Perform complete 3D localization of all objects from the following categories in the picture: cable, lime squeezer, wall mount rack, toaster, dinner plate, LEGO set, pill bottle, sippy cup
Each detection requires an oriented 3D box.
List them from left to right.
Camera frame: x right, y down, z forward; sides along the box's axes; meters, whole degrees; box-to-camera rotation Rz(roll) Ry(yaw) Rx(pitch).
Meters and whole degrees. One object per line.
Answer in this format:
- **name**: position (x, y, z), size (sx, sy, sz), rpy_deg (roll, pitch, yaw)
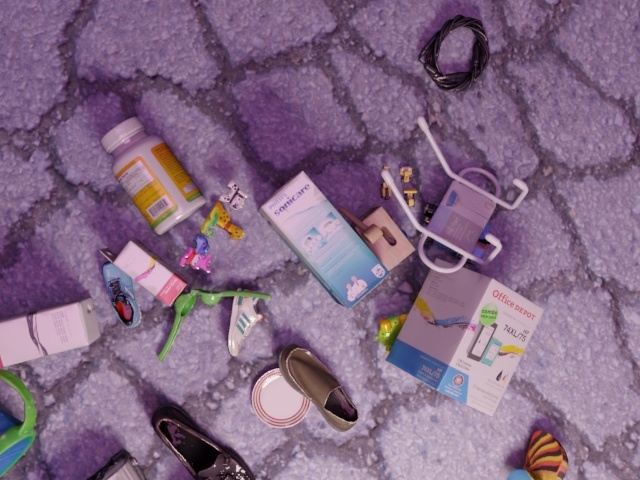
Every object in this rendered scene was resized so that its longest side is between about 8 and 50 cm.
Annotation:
- **sippy cup**: position (-0.779, 0.420, 1.784), size (0.224, 0.240, 0.305), rpy_deg (45, 54, 6)
- **toaster**: position (-0.479, 0.592, 1.852), size (0.227, 0.129, 0.146), rpy_deg (-37, 96, -6)
- **pill bottle**: position (-0.380, -0.148, 1.855), size (0.136, 0.136, 0.246), rpy_deg (-36, 93, -5)
- **lime squeezer**: position (-0.265, 0.156, 1.886), size (0.310, 0.059, 0.110), rpy_deg (-29, 66, 12)
- **LEGO set**: position (-0.228, -0.017, 1.900), size (0.093, 0.087, 0.227), rpy_deg (32, 81, -8)
- **dinner plate**: position (-0.091, 0.369, 1.946), size (0.141, 0.017, 0.141), rpy_deg (0, 89, -6)
- **wall mount rack**: position (0.292, -0.108, 1.858), size (0.304, 0.130, 0.350), rpy_deg (30, 52, 5)
- **cable**: position (0.333, -0.448, 1.974), size (0.150, 0.047, 0.184), rpy_deg (43, 85, -5)

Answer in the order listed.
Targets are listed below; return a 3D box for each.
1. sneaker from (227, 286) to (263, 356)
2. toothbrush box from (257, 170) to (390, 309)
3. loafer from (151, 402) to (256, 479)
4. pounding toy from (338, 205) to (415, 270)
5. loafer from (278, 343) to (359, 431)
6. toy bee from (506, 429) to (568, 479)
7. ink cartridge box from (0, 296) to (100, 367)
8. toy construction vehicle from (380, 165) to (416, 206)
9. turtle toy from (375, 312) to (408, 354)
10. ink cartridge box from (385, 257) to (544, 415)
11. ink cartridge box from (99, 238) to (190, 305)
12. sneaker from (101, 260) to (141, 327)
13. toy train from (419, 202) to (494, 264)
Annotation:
- **sneaker**: position (-0.172, 0.192, 1.917), size (0.075, 0.057, 0.161), rpy_deg (7, 87, 0)
- **toothbrush box**: position (0.000, 0.000, 1.856), size (0.126, 0.216, 0.295), rpy_deg (-42, 93, -5)
- **loafer**: position (-0.270, 0.498, 1.888), size (0.302, 0.095, 0.109), rpy_deg (44, 86, -4)
- **pounding toy**: position (0.129, -0.029, 1.873), size (0.094, 0.206, 0.181), rpy_deg (-38, 93, -5)
- **loafer**: position (0.007, 0.336, 1.910), size (0.251, 0.087, 0.094), rpy_deg (46, 63, -9)
- **toy bee**: position (0.519, 0.610, 1.938), size (0.195, 0.162, 0.298), rpy_deg (9, 100, -50)
- **ink cartridge box**: position (-0.618, 0.202, 1.813), size (0.237, 0.172, 0.100), rpy_deg (-14, 92, -6)
- **toy construction vehicle**: position (0.186, -0.129, 1.964), size (0.085, 0.035, 0.098), rpy_deg (1, 90, -6)
- **turtle toy**: position (0.190, 0.208, 1.950), size (0.130, 0.066, 0.095), rpy_deg (-17, 115, -8)
- **ink cartridge box**: position (0.324, 0.213, 1.868), size (0.198, 0.197, 0.270), rpy_deg (28, 87, -33)
- **ink cartridge box**: position (-0.394, 0.058, 1.864), size (0.198, 0.115, 0.067), rpy_deg (38, 87, -5)
- **sneaker**: position (-0.451, 0.122, 1.880), size (0.063, 0.073, 0.162), rpy_deg (-23, 92, -5)
- **toy train**: position (0.318, -0.018, 1.959), size (0.184, 0.080, 0.105), rpy_deg (25, 94, -6)
